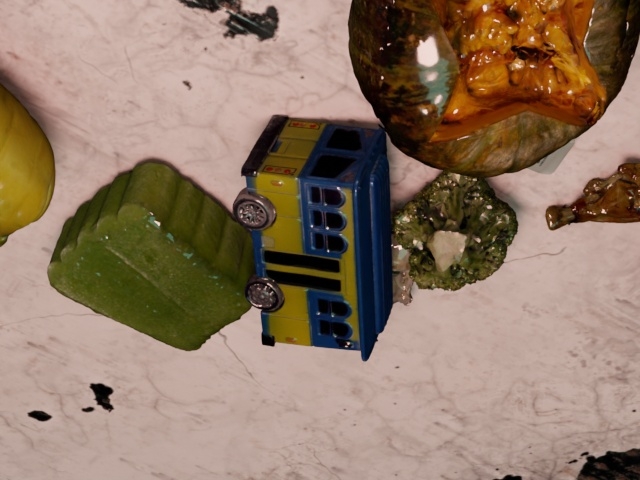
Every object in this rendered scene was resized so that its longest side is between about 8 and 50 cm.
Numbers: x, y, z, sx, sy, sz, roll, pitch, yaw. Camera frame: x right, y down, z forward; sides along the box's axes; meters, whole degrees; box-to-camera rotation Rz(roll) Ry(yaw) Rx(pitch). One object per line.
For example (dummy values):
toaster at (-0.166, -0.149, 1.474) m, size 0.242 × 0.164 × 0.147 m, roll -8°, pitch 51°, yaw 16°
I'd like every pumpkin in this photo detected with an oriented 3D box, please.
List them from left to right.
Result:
pumpkin at (0.180, -0.218, 1.371) m, size 0.320 × 0.192 × 0.320 m, roll -5°, pitch 113°, yaw -13°

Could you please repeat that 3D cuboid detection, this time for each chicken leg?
chicken leg at (0.365, -0.054, 1.657) m, size 0.178 × 0.070 × 0.093 m, roll -18°, pitch 131°, yaw 34°

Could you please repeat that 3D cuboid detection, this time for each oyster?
oyster at (0.091, 0.032, 1.768) m, size 0.108 × 0.053 × 0.166 m, roll 28°, pitch 140°, yaw 3°

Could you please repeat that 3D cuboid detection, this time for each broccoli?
broccoli at (0.169, -0.006, 1.663) m, size 0.146 × 0.138 × 0.162 m, roll 45°, pitch 113°, yaw 0°

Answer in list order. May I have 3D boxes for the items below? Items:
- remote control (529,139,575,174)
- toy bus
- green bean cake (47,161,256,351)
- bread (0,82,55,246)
remote control at (0.228, -0.132, 1.610) m, size 0.162 × 0.029 × 0.061 m, roll 22°, pitch 131°, yaw -10°
toy bus at (0.000, 0.000, 1.645) m, size 0.175 × 0.138 × 0.288 m, roll 7°, pitch 128°, yaw 15°
green bean cake at (-0.211, 0.031, 1.744) m, size 0.248 × 0.125 × 0.222 m, roll 40°, pitch 126°, yaw -24°
bread at (-0.484, -0.141, 1.530) m, size 0.251 × 0.208 × 0.376 m, roll -16°, pitch 132°, yaw 37°
